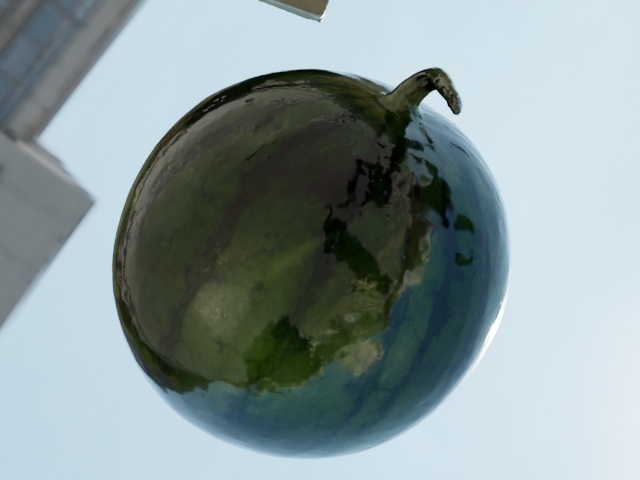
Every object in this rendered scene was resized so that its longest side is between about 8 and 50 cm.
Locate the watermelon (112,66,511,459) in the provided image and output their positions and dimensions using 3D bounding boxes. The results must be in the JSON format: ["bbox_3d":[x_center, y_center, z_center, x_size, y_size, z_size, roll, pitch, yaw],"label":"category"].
[{"bbox_3d":[0.000,0.000,0.802,0.214,0.188,0.188,-66,-150,21],"label":"watermelon"}]

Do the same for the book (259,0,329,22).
[{"bbox_3d":[-0.086,-0.256,1.060,0.018,0.242,0.170,132,-23,-83],"label":"book"}]
